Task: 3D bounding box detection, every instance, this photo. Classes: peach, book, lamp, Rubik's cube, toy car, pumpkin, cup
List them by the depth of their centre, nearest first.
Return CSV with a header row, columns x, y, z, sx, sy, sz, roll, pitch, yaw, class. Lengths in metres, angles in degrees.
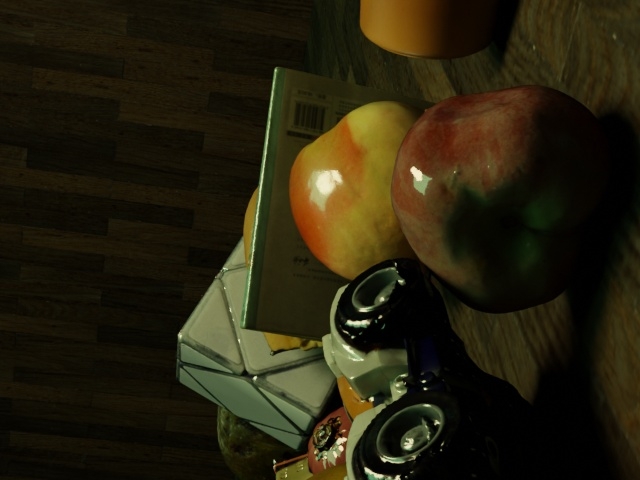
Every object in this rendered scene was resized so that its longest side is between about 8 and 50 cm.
x,y,z,sx,sy,sz,roll,pitch,yaw,class
0.072,0.144,0.708,0.193,0.118,0.301,57,-165,-27,toy car
0.129,-0.038,0.763,0.152,0.152,0.152,-173,90,-83,peach
0.122,-0.319,1.042,0.226,0.182,0.264,-40,-38,-48,cup
0.060,-0.042,1.109,0.184,0.184,0.184,-173,90,-83,peach
0.030,-0.029,1.209,0.025,0.215,0.282,172,108,-68,book
0.033,0.249,1.339,0.107,0.092,0.107,-32,41,34,lamp
-0.053,0.125,1.473,0.205,0.207,0.205,-57,-4,-23,Rubik's cube
-0.083,0.254,1.700,0.325,0.242,0.232,101,-178,-62,pumpkin

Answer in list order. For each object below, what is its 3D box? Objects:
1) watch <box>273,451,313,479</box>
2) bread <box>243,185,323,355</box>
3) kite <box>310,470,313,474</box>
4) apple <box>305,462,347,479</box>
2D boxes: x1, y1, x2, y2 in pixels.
x,y,z,sx,sy,sz,roll,pitch,yaw,class
-0.006,0.350,1.433,0.268,0.102,0.165,-110,-2,-74,watch
0.000,0.000,1.330,0.162,0.204,0.262,62,-157,-51,bread
-0.014,0.365,1.579,0.160,0.010,0.183,-52,-40,-12,kite
0.032,0.277,0.981,0.182,0.182,0.155,-91,20,-49,apple
